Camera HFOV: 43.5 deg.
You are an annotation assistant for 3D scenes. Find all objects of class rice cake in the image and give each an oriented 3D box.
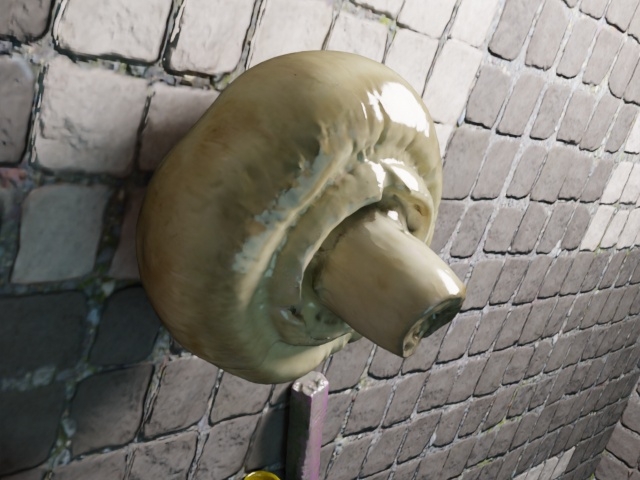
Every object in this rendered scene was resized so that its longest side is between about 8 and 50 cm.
[{"bbox_3d":[-0.018,0.238,0.911,0.047,0.036,0.206,-27,132,-43],"label":"rice cake"}]

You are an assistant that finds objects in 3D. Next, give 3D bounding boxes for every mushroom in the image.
[{"bbox_3d":[0.000,0.000,0.594,0.254,0.234,0.260,-23,131,-35],"label":"mushroom"}]

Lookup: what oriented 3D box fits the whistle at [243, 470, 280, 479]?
[{"bbox_3d":[-0.080,0.313,0.886,0.057,0.046,0.109,-27,141,-57],"label":"whistle"}]
